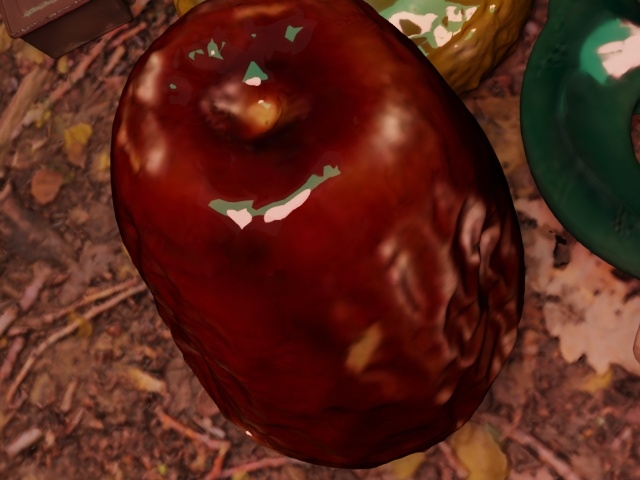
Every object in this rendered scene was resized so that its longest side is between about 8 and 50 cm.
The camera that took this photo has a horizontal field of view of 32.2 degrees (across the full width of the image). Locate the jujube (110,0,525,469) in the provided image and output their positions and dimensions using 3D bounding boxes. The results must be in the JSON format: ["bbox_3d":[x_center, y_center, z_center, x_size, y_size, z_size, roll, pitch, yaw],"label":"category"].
[{"bbox_3d":[0.000,0.000,0.588,0.223,0.318,0.223,-4,69,9],"label":"jujube"}]

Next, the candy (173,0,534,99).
[{"bbox_3d":[0.022,-0.195,0.739,0.259,0.118,0.260,-4,79,19],"label":"candy"}]

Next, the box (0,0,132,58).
[{"bbox_3d":[-0.186,-0.179,0.815,0.084,0.063,0.060,-25,70,10],"label":"box"}]

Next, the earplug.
[{"bbox_3d":[0.226,-0.142,0.640,0.163,0.280,0.257,30,49,0],"label":"earplug"}]

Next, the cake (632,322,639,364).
[{"bbox_3d":[0.231,0.073,0.543,0.178,0.185,0.208,27,92,-16],"label":"cake"}]
